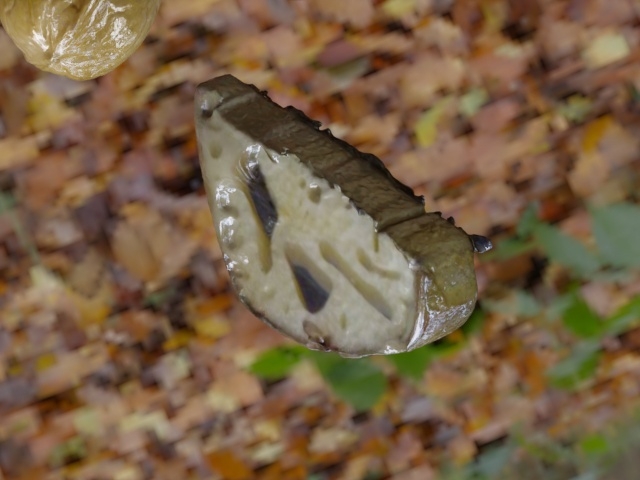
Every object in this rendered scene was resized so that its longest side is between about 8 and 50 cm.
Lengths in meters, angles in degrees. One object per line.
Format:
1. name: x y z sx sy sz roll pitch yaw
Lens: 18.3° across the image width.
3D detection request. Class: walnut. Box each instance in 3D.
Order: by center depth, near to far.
1. walnut: -0.231 -0.250 1.936 0.159 0.206 0.159 12 145 8

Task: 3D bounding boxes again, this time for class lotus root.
1. lotus root: 0.000 0.000 1.531 0.074 0.261 0.170 -29 141 -46
